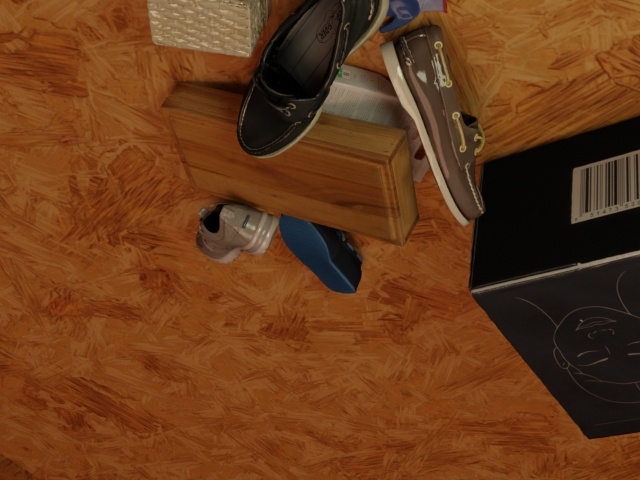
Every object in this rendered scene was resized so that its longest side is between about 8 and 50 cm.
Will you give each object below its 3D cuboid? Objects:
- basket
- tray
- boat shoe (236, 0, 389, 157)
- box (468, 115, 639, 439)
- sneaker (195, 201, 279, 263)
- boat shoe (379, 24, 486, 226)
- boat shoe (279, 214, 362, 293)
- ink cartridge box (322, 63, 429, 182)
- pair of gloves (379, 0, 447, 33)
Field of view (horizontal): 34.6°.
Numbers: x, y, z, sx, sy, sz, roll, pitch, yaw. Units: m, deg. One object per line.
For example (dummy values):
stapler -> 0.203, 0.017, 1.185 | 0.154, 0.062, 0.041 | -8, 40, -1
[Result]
basket -> -0.164, -0.345, 1.497 | 0.167, 0.103, 0.113 | 8, 143, 4
tray -> -0.051, -0.125, 1.675 | 0.411, 0.076, 0.202 | 15, 145, 24
boat shoe -> -0.038, -0.242, 1.475 | 0.340, 0.113, 0.127 | -43, 80, 32
box -> 0.561, 0.059, 1.647 | 0.480, 0.297, 0.472 | -16, 133, 31
sneaker -> -0.173, -0.032, 1.854 | 0.115, 0.105, 0.281 | 31, 161, -20
boat shoe -> 0.194, -0.170, 1.565 | 0.097, 0.116, 0.324 | -23, 113, 10
boat shoe -> 0.000, 0.000, 1.907 | 0.109, 0.089, 0.258 | 7, 149, 28
ink cartridge box -> 0.090, -0.190, 1.674 | 0.225, 0.056, 0.181 | 11, 143, -13
pair of gloves -> 0.099, -0.376, 1.452 | 0.159, 0.023, 0.198 | 1, 140, 18
